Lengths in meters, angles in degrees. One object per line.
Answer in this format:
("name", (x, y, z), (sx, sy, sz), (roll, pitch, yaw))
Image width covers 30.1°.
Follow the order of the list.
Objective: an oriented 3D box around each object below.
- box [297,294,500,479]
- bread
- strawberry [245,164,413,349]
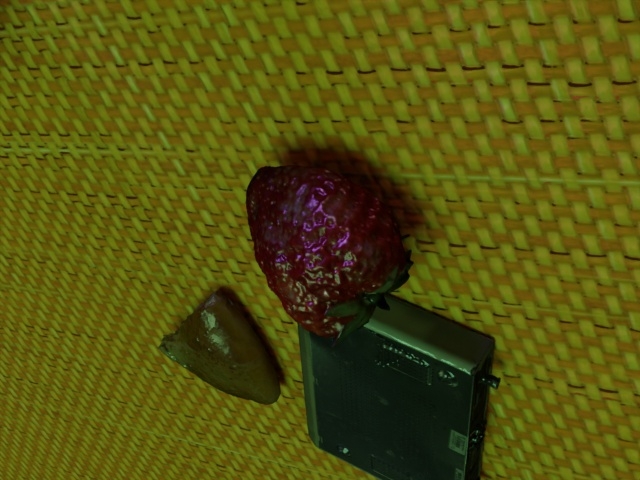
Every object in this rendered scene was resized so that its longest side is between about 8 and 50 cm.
("box", (0.073, 0.157, 1.154), (0.210, 0.045, 0.270), (24, 144, 21))
("bread", (-0.098, 0.129, 1.272), (0.136, 0.054, 0.154), (41, 149, -9))
("strawberry", (0.000, 0.004, 0.975), (0.148, 0.131, 0.131), (34, 147, -9))
